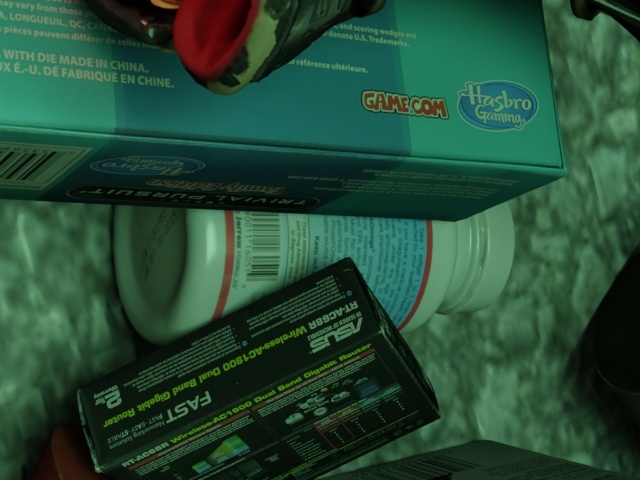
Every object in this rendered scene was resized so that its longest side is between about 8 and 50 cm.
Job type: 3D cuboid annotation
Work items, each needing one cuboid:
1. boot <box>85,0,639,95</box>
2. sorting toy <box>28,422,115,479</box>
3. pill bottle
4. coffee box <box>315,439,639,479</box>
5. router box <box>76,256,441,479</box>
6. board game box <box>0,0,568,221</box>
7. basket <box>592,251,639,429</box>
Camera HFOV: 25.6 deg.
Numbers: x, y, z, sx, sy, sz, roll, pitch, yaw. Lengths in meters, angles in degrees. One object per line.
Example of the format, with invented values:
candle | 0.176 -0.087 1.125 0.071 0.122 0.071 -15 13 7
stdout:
boot | 0.077 -0.099 0.445 0.284 0.138 0.377 -21 84 -35
sorting toy | -0.184 0.070 0.501 0.126 0.127 0.365 -40 114 3
pill bottle | 0.000 0.000 0.600 0.160 0.087 0.087 0 92 -31
coffee box | 0.119 0.191 0.555 0.119 0.297 0.168 -9 97 -30
router box | -0.022 0.066 0.563 0.122 0.038 0.092 -27 147 5
board game box | -0.050 -0.181 0.523 0.254 0.079 0.336 3 75 -31
basket | 0.259 0.095 0.726 0.227 0.154 0.204 41 70 -21
